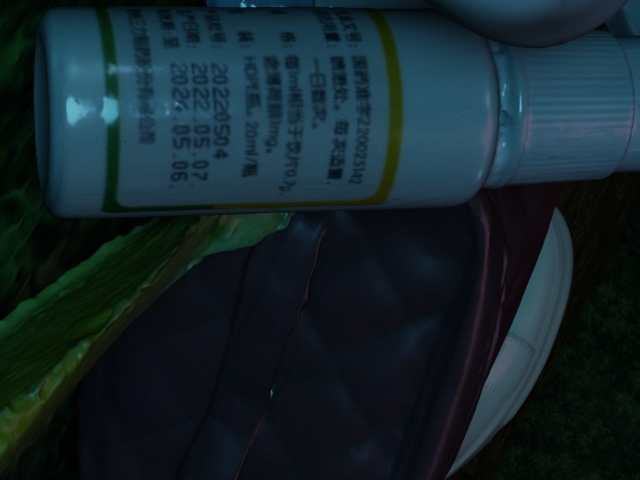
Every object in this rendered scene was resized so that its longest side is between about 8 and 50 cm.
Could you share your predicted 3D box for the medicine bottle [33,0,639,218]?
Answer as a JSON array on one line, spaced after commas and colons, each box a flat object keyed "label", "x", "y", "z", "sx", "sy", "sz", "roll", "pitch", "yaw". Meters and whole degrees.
[{"label": "medicine bottle", "x": 0.024, "y": -0.051, "z": 0.437, "sx": 0.061, "sy": 0.221, "sz": 0.092, "roll": 105, "pitch": -22, "yaw": -46}]

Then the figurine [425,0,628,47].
[{"label": "figurine", "x": 0.090, "y": -0.214, "z": 0.351, "sx": 0.323, "sy": 0.196, "sz": 0.320, "roll": -55, "pitch": 167, "yaw": 8}]

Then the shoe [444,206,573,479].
[{"label": "shoe", "x": 0.003, "y": 0.099, "z": 0.722, "sx": 0.363, "sy": 0.132, "sz": 0.160, "roll": -54, "pitch": 162, "yaw": -9}]

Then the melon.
[{"label": "melon", "x": -0.090, "y": 0.044, "z": 0.401, "sx": 0.262, "sy": 0.053, "sz": 0.114, "roll": -47, "pitch": -176, "yaw": -36}]

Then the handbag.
[{"label": "handbag", "x": -0.001, "y": 0.031, "z": 0.554, "sx": 0.135, "sy": 0.146, "sz": 0.225, "roll": -35, "pitch": 147, "yaw": -63}]

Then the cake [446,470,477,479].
[{"label": "cake", "x": 0.011, "y": 0.288, "z": 0.924, "sx": 0.293, "sy": 0.199, "sz": 0.196, "roll": -52, "pitch": 165, "yaw": -30}]
